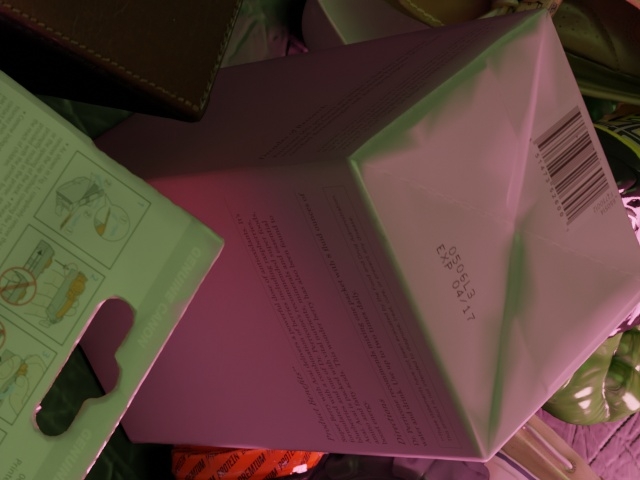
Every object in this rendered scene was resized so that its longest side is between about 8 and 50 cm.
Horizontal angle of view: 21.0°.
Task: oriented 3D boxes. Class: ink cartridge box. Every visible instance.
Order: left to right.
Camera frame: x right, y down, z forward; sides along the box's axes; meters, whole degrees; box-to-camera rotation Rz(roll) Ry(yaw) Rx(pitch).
[{"bbox_3d":[-0.187,0.010,0.779,0.232,0.066,0.189,38,67,-20],"label":"ink cartridge box"}]

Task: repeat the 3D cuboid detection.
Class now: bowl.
[{"bbox_3d":[0.057,-0.110,1.168,0.142,0.053,0.142,-8,57,-45],"label":"bowl"}]

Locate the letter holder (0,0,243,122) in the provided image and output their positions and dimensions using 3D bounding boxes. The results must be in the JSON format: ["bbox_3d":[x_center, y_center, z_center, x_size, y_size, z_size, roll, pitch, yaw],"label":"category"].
[{"bbox_3d":[-0.173,-0.220,0.872,0.302,0.152,0.214,27,80,-45],"label":"letter holder"}]

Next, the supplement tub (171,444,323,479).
[{"bbox_3d":[-0.034,0.213,1.044,0.117,0.117,0.190,-9,93,-44],"label":"supplement tub"}]

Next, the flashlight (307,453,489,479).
[{"bbox_3d":[0.059,0.113,1.064,0.103,0.103,0.304,45,22,2],"label":"flashlight"}]

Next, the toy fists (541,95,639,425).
[{"bbox_3d":[0.207,0.000,1.306,0.142,0.096,0.279,7,81,-44],"label":"toy fists"}]

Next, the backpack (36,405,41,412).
[{"bbox_3d":[-0.215,0.047,0.856,0.166,0.144,0.188,32,73,-9],"label":"backpack"}]

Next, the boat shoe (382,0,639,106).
[{"bbox_3d":[0.166,-0.152,1.152,0.285,0.105,0.089,11,36,-20],"label":"boat shoe"}]

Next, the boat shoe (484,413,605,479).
[{"bbox_3d":[0.197,0.219,1.275,0.302,0.109,0.094,44,57,-30],"label":"boat shoe"}]

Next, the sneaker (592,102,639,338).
[{"bbox_3d":[0.196,-0.022,1.179,0.384,0.145,0.147,9,37,-34],"label":"sneaker"}]

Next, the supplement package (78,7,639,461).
[{"bbox_3d":[0.000,0.000,0.968,0.175,0.293,0.178,-40,114,-38],"label":"supplement package"}]
